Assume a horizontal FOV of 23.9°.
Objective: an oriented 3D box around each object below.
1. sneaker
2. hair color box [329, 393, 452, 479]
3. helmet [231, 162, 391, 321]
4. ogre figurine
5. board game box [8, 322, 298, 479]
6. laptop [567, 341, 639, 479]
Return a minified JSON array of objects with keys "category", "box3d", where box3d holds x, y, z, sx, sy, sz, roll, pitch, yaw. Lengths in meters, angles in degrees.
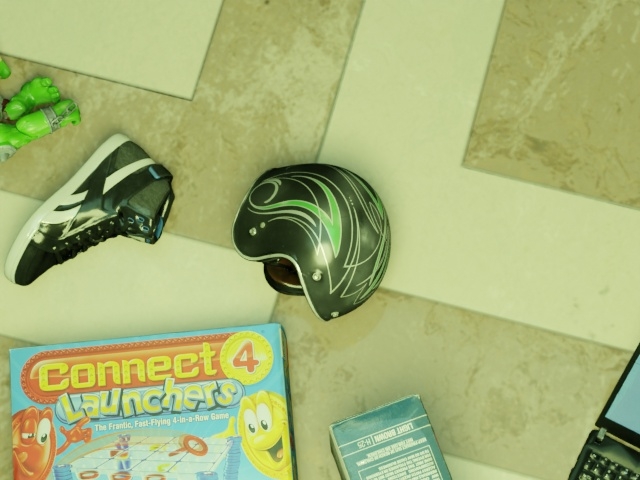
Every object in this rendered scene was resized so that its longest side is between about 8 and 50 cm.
[{"category":"sneaker","box3d":[-0.254,-0.012,1.732,0.121,0.079,0.217,36,78,13]},{"category":"hair color box","box3d":[0.115,0.348,1.562,0.105,0.174,0.347,-19,75,-4]},{"category":"helmet","box3d":[0.000,0.000,1.674,0.161,0.169,0.169,17,75,24]},{"category":"ogre figurine","box3d":[-0.391,-0.161,1.779,0.197,0.097,0.118,38,61,-3]},{"category":"board game box","box3d":[-0.178,0.258,1.648,0.308,0.086,0.302,-6,74,1]},{"category":"laptop","box3d":[0.384,0.273,1.589,0.234,0.136,0.264,27,77,10]}]
